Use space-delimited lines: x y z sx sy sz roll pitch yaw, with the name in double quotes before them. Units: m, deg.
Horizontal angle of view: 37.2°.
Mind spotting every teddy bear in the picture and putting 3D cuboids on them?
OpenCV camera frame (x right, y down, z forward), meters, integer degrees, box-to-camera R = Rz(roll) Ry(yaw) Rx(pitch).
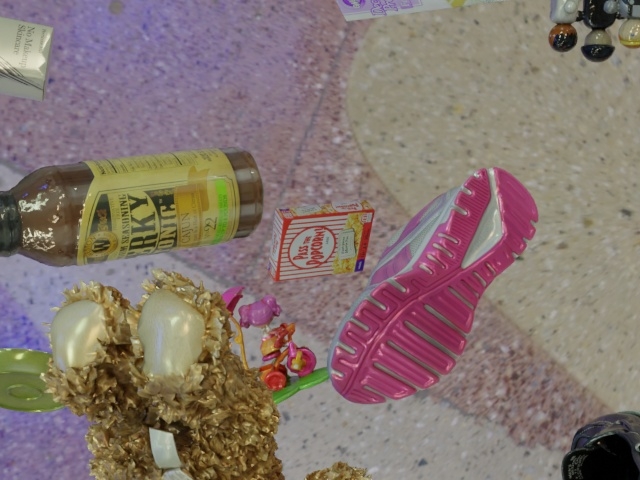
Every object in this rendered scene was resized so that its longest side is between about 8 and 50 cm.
"teddy bear" -0.080 0.166 0.706 0.245 0.113 0.338 -28 102 34

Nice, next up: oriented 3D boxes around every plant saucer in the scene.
"plant saucer" -0.563 0.277 1.820 0.241 0.241 0.037 -17 53 21

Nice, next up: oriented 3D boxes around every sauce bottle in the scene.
"sauce bottle" -0.230 -0.029 0.994 0.111 0.344 0.111 29 124 54

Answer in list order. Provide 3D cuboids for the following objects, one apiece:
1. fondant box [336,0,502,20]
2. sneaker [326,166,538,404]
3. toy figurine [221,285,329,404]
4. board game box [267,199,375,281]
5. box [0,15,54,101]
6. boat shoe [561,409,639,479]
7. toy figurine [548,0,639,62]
"fondant box" 0.157 -0.478 1.517 0.330 0.238 0.096 0 61 25
"sneaker" 0.095 0.047 0.881 0.103 0.111 0.252 44 75 -8
"toy figurine" -0.085 0.137 1.300 0.173 0.130 0.159 -20 95 4
"board game box" 0.000 0.000 1.858 0.045 0.194 0.146 -124 35 -49
"box" -0.601 -0.325 1.617 0.275 0.094 0.113 7 71 -15
"boat shoe" 0.327 0.261 1.052 0.113 0.340 0.127 7 95 -6
"toy figurine" 0.497 -0.374 1.593 0.213 0.209 0.148 10 103 41
